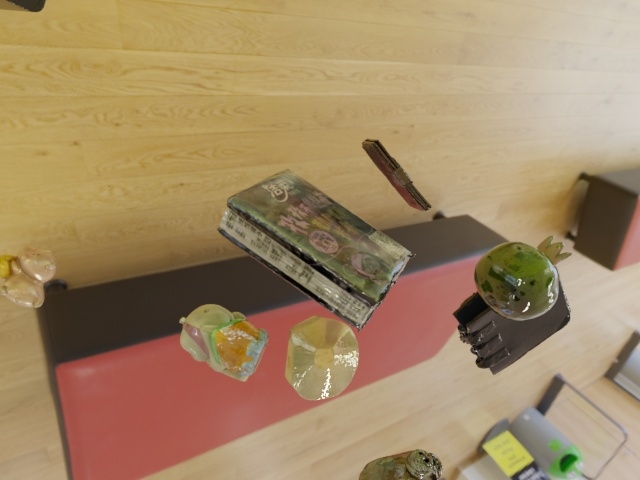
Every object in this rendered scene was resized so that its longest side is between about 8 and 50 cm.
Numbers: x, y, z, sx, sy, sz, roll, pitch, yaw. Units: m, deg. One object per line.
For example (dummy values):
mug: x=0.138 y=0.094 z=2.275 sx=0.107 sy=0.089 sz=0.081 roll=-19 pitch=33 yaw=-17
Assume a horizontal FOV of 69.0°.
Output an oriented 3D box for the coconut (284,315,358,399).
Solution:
coconut: x=0.003 y=0.316 z=1.266 sx=0.198 sy=0.236 sz=0.236 roll=10 pitch=120 yaw=-6

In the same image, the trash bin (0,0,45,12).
trash bin: x=-0.499 y=-0.392 z=0.622 sx=0.165 sy=0.226 sz=0.114 roll=11 pitch=93 yaw=-58

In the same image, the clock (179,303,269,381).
clock: x=-0.167 y=0.171 z=0.803 sx=0.231 sy=0.144 sz=0.103 roll=111 pitch=1 yaw=-72

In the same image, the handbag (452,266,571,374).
handbag: x=0.557 y=0.220 z=1.379 sx=0.329 sy=0.122 sz=0.303 roll=-38 pitch=128 yaw=-1

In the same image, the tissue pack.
tissue pack: x=0.000 y=0.000 z=0.981 sx=0.259 sy=0.361 sz=0.122 roll=-40 pitch=161 yaw=-58

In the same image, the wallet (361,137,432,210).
wallet: x=0.197 y=-0.172 z=1.218 sx=0.042 sy=0.124 sz=0.230 roll=-40 pitch=105 yaw=1

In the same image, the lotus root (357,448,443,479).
lotus root: x=0.105 y=0.321 z=0.613 sx=0.088 sy=0.088 sz=0.165 roll=-1 pitch=141 yaw=-38

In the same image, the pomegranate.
pomegranate: x=0.468 y=0.075 z=1.064 sx=0.225 sy=0.187 sz=0.187 roll=-33 pitch=137 yaw=-10

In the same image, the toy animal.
toy animal: x=-0.482 y=0.049 z=0.770 sx=0.082 sy=0.114 sz=0.091 roll=-36 pitch=130 yaw=1
